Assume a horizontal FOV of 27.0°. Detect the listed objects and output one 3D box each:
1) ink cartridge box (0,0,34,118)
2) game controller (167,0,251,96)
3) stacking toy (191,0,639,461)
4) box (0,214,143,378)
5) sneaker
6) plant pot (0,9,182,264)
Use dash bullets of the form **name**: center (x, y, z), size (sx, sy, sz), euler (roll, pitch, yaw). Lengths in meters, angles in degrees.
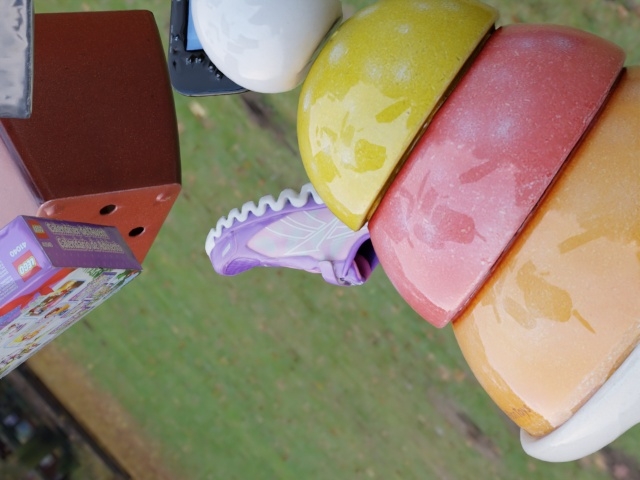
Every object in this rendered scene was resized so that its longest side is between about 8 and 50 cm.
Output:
- **ink cartridge box**: center (-0.200, -0.166, 0.545), size (0.333, 0.165, 0.065), euler (108, 159, -58)
- **game controller**: center (-0.150, -0.374, 2.035), size (0.166, 0.319, 0.067), euler (0, 169, 13)
- **stacking toy**: center (0.103, -0.085, 1.061), size (0.480, 0.350, 0.350), euler (34, 165, 1)
- **box**: center (-0.318, 0.087, 1.190), size (0.057, 0.293, 0.201), euler (55, -170, 9)
- **sneaker**: center (0.000, 0.000, 1.264), size (0.095, 0.236, 0.104), euler (9, -117, -65)
- **plant pot**: center (-0.310, -0.095, 1.593), size (0.236, 0.267, 0.267), euler (61, 141, 25)
